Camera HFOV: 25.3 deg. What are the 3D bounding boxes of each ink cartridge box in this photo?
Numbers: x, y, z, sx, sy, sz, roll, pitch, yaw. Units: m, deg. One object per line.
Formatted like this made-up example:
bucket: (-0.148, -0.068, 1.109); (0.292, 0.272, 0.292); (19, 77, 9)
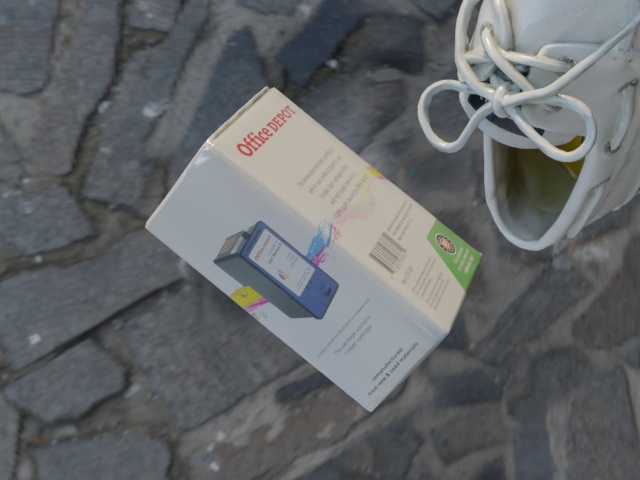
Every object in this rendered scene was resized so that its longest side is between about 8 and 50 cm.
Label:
ink cartridge box: (0.000, 0.000, 1.042); (0.212, 0.154, 0.093); (40, 116, -2)

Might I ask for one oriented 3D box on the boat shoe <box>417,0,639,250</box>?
boat shoe: (0.134, -0.102, 0.848); (0.156, 0.367, 0.136); (-39, 67, -16)
